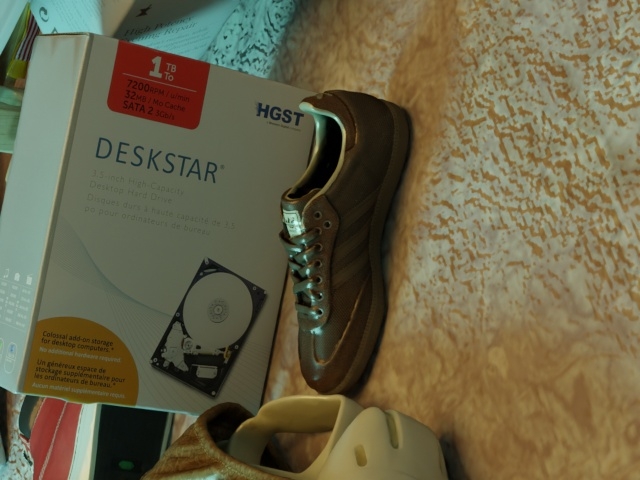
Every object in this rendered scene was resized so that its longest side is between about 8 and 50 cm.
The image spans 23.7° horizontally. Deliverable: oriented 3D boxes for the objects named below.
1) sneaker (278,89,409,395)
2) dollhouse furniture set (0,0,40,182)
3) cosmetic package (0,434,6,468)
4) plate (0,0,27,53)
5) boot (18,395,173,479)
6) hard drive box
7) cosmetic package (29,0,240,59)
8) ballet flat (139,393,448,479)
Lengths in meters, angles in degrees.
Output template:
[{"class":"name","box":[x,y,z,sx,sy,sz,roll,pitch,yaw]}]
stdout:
[{"class":"sneaker","box":[0.000,0.000,0.942,0.066,0.071,0.188,4,84,57]},{"class":"dollhouse furniture set","box":[-0.231,-0.171,1.325,0.374,0.152,0.201,32,108,38]},{"class":"cosmetic package","box":[-0.471,0.032,1.449,0.161,0.230,0.453,-38,61,47]},{"class":"plate","box":[-0.205,-0.226,1.089,0.278,0.045,0.277,-55,17,27]},{"class":"boot","box":[-0.197,0.209,1.178,0.176,0.088,0.244,-9,65,57]},{"class":"hard drive box","box":[-0.116,-0.007,1.025,0.089,0.181,0.232,10,90,58]},{"class":"cosmetic package","box":[-0.101,-0.203,1.037,0.085,0.117,0.231,60,144,10]},{"class":"ballet flat","box":[0.003,0.151,0.881,0.342,0.116,0.124,5,65,61]}]
